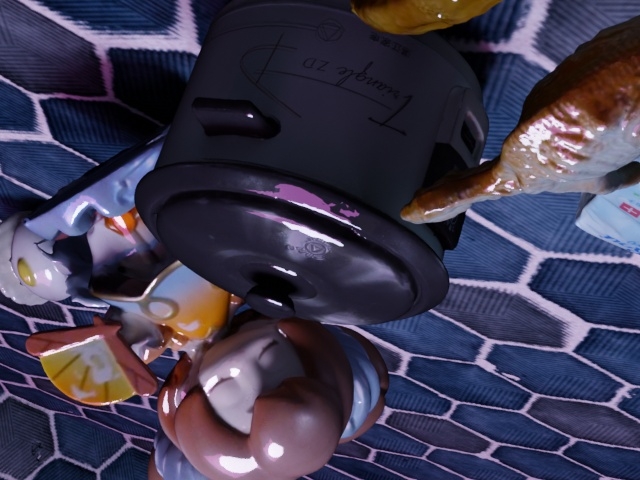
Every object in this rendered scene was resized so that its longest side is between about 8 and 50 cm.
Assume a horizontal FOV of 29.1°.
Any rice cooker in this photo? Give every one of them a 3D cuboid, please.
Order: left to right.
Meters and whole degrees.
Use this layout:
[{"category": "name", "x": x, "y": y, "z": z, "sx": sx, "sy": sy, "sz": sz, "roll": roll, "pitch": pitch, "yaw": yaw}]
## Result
[{"category": "rice cooker", "x": -0.005, "y": -0.049, "z": 0.928, "sx": 0.241, "sy": 0.227, "sz": 0.280, "roll": 8, "pitch": 156, "yaw": 25}]

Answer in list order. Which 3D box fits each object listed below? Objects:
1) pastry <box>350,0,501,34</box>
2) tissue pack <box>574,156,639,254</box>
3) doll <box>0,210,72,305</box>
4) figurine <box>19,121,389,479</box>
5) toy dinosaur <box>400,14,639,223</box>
[{"category": "pastry", "x": 0.089, "y": -0.188, "z": 0.521, "sx": 0.132, "sy": 0.240, "sz": 0.235, "roll": 47, "pitch": 162, "yaw": -25}, {"category": "tissue pack", "x": 0.334, "y": -0.015, "z": 0.904, "sx": 0.263, "sy": 0.089, "sz": 0.177, "roll": 23, "pitch": 166, "yaw": 4}, {"category": "doll", "x": -0.293, "y": 0.016, "z": 1.465, "sx": 0.293, "sy": 0.119, "sz": 0.138, "roll": -2, "pitch": 124, "yaw": 42}, {"category": "figurine", "x": -0.111, "y": 0.092, "z": 1.193, "sx": 0.388, "sy": 0.277, "sz": 0.248, "roll": 56, "pitch": 172, "yaw": -11}, {"category": "toy dinosaur", "x": 0.217, "y": -0.105, "z": 0.712, "sx": 0.206, "sy": 0.092, "sz": 0.393, "roll": -13, "pitch": 165, "yaw": -38}]
